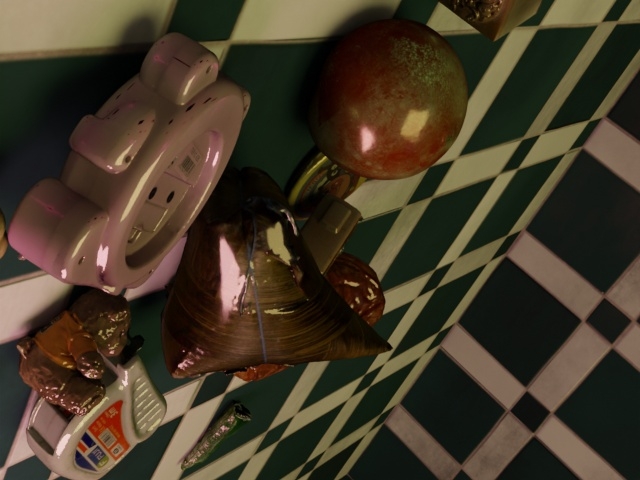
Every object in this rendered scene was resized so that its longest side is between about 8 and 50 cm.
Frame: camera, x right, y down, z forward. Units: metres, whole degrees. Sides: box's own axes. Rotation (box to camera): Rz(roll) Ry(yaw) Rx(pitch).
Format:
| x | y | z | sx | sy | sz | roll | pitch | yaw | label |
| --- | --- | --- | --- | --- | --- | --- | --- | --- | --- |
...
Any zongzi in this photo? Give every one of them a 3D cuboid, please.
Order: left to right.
| x | y | z | sx | sy | sz | roll | pitch | yaw | label |
| --- | --- | --- | --- | --- | --- | --- | --- | --- | --- |
| -0.023 | 0.062 | 1.419 | 0.431 | 0.208 | 0.403 | 5 | 136 | -17 | zongzi |

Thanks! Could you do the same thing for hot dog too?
| x | y | z | sx | sy | sz | roll | pitch | yaw | label |
| --- | --- | --- | --- | --- | --- | --- | --- | --- | --- |
| -0.048 | 0.159 | 1.841 | 0.387 | 0.174 | 0.267 | -20 | 145 | -32 | hot dog |

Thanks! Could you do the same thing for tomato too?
| x | y | z | sx | sy | sz | roll | pitch | yaw | label |
| --- | --- | --- | --- | --- | --- | --- | --- | --- | --- |
| 0.120 | -0.219 | 1.410 | 0.270 | 0.222 | 0.270 | -42 | 160 | -19 | tomato |

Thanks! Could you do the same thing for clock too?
| x | y | z | sx | sy | sz | roll | pitch | yaw | label |
| --- | --- | --- | --- | --- | --- | --- | --- | --- | --- |
| -0.219 | -0.089 | 1.096 | 0.322 | 0.113 | 0.295 | -57 | 170 | 1 | clock |

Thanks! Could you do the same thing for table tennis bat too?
| x | y | z | sx | sy | sz | roll | pitch | yaw | label |
| --- | --- | --- | --- | --- | --- | --- | --- | --- | --- |
| 0.077 | -0.148 | 1.685 | 0.368 | 0.054 | 0.224 | -28 | 155 | -31 | table tennis bat |

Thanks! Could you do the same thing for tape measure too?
| x | y | z | sx | sy | sz | roll | pitch | yaw | label |
| --- | --- | --- | --- | --- | --- | --- | --- | --- | --- |
| -0.385 | 0.286 | 1.493 | 0.246 | 0.125 | 0.243 | -42 | 151 | -20 | tape measure |

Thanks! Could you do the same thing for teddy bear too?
| x | y | z | sx | sy | sz | roll | pitch | yaw | label |
| --- | --- | --- | --- | --- | --- | --- | --- | --- | --- |
| -0.365 | 0.155 | 1.313 | 0.190 | 0.140 | 0.177 | -49 | -158 | -19 | teddy bear |

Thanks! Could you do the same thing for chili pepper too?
| x | y | z | sx | sy | sz | roll | pitch | yaw | label |
| --- | --- | --- | --- | --- | --- | --- | --- | --- | --- |
| -0.273 | 0.498 | 2.174 | 0.227 | 0.059 | 0.088 | -44 | 154 | 6 | chili pepper |

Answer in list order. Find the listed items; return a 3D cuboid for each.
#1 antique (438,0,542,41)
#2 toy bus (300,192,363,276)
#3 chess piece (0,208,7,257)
| x | y | z | sx | sy | sz | roll | pitch | yaw | label |
| --- | --- | --- | --- | --- | --- | --- | --- | --- | --- |
| 0.281 | -0.437 | 1.419 | 0.148 | 0.152 | 0.147 | -38 | 159 | -28 | antique |
| 0.000 | 0.000 | 1.605 | 0.182 | 0.091 | 0.103 | -55 | 174 | -37 | toy bus |
| -0.392 | -0.057 | 0.939 | 0.094 | 0.094 | 0.171 | -29 | 145 | -38 | chess piece |
